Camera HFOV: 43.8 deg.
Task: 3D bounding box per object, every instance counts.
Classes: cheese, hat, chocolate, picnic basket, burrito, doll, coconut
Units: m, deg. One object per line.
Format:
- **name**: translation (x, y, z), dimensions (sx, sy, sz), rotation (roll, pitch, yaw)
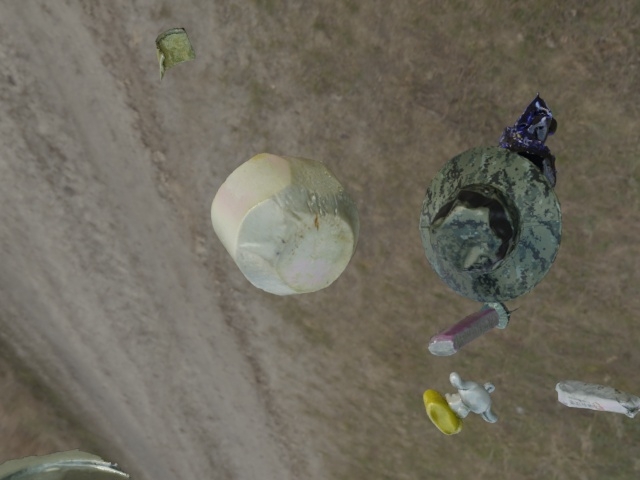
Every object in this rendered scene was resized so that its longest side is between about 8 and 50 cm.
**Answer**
- **cheese**: translation (-0.254, -0.310, 1.326), dimensions (0.042, 0.084, 0.060), rotation (18, 144, 28)
- **hat**: translation (0.252, -0.017, 1.288), dimensions (0.266, 0.128, 0.265), rotation (6, 102, 31)
- **chocolate**: translation (0.384, -0.178, 1.507), dimensions (0.126, 0.343, 0.148), rotation (7, 119, 14)
- **picnic basket**: translation (0.357, 0.140, 1.606), dimensions (0.065, 0.083, 0.083), rotation (27, 140, 59)
- **burrito**: translation (0.567, 0.323, 1.635), dimensions (0.064, 0.064, 0.203), rotation (40, 160, -23)
- **doll**: translation (0.221, 0.254, 1.247), dimensions (0.113, 0.071, 0.135), rotation (-14, 129, -1)
- **coconut**: translation (-0.058, -0.034, 1.288), dimensions (0.241, 0.241, 0.241), rotation (19, 149, 12)

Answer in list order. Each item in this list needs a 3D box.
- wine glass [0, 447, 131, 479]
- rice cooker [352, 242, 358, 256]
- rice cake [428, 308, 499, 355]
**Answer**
- **wine glass**: translation (-0.314, 0.451, 0.966), dimensions (0.238, 0.322, 0.238), rotation (4, -172, -1)
- **rice cooker**: translation (0.000, 0.000, 2.124), dimensions (0.207, 0.127, 0.145), rotation (-4, 164, 7)
- **rice cake**: translation (0.222, 0.140, 1.219), dimensions (0.047, 0.207, 0.036), rotation (-25, 83, 33)
